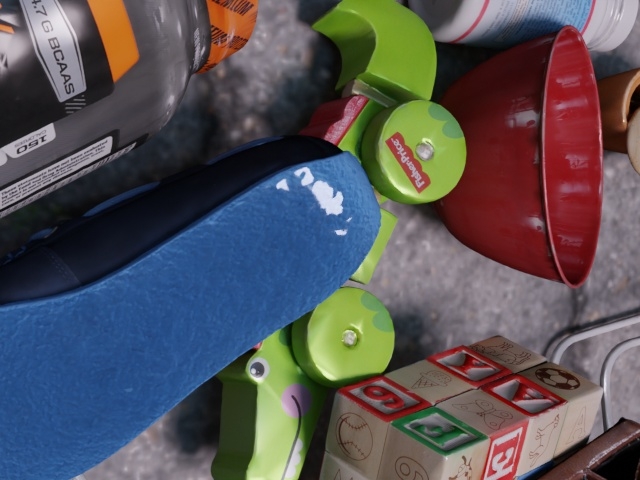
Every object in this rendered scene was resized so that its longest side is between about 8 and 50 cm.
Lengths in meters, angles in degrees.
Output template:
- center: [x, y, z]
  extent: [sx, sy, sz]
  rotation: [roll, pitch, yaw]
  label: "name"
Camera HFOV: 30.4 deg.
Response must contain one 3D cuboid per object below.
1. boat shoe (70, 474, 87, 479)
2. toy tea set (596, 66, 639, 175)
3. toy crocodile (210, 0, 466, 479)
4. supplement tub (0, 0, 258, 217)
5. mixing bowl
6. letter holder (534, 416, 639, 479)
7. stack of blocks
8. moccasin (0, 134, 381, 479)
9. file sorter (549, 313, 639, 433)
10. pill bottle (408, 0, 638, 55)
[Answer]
- center: [-0.116, 0.224, 0.740]
  extent: [0.081, 0.079, 0.227]
  rotation: [-41, 109, -16]
  label: "boat shoe"
- center: [0.372, -0.135, 0.966]
  extent: [0.336, 0.124, 0.200]
  rotation: [-40, 112, -21]
  label: "toy tea set"
- center: [0.000, 0.000, 0.772]
  extent: [0.105, 0.115, 0.340]
  rotation: [26, 79, -22]
  label: "toy crocodile"
- center: [-0.213, -0.100, 0.588]
  extent: [0.338, 0.207, 0.207]
  rotation: [-32, 108, -24]
  label: "supplement tub"
- center: [0.134, -0.057, 0.834]
  extent: [0.181, 0.098, 0.181]
  rotation: [2, 87, -64]
  label: "mixing bowl"
- center: [0.216, 0.309, 0.748]
  extent: [0.152, 0.214, 0.301]
  rotation: [-20, 127, -43]
  label: "letter holder"
- center: [0.071, 0.227, 0.779]
  extent: [0.171, 0.087, 0.297]
  rotation: [-11, 119, -46]
  label: "stack of blocks"
- center: [-0.125, 0.049, 0.690]
  extent: [0.342, 0.117, 0.137]
  rotation: [-24, 115, -5]
  label: "moccasin"
- center: [0.321, 0.159, 0.872]
  extent: [0.173, 0.278, 0.192]
  rotation: [-12, 99, -28]
  label: "file sorter"
- center: [0.150, -0.179, 0.858]
  extent: [0.160, 0.087, 0.087]
  rotation: [3, 92, -30]
  label: "pill bottle"
